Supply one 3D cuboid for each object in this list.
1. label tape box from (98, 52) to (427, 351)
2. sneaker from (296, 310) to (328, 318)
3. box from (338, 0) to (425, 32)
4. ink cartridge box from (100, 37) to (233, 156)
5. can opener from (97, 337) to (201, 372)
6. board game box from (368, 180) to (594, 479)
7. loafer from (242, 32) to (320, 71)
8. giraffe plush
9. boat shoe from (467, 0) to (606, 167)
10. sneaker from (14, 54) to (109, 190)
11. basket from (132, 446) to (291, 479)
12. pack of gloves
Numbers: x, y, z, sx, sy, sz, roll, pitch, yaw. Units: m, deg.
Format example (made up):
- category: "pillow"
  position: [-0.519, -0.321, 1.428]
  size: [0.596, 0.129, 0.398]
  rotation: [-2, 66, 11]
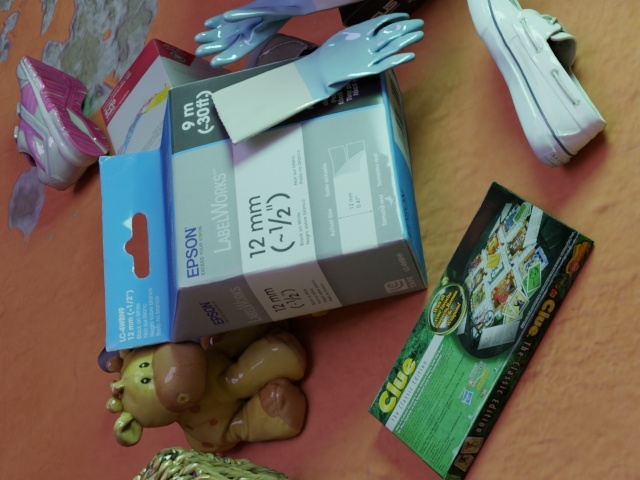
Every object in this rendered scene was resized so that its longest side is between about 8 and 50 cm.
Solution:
- category: "label tape box"
  position: [-0.080, -0.045, 1.548]
  size: [0.347, 0.115, 0.249]
  rotation: [-11, 59, 9]
- category: "sneaker"
  position: [0.000, 0.000, 1.614]
  size: [0.067, 0.064, 0.175]
  rotation: [2, 79, 30]
- category: "box"
  position: [0.114, -0.383, 1.644]
  size: [0.270, 0.060, 0.216]
  rotation: [-38, 47, 33]
- category: "ink cartridge box"
  position: [-0.165, -0.128, 1.801]
  size: [0.127, 0.128, 0.176]
  rotation: [-49, 42, 24]
- category: "can opener"
  position: [-0.149, 0.084, 1.748]
  size: [0.280, 0.074, 0.093]
  rotation: [-39, 12, 31]
- category: "board game box"
  position: [0.147, 0.084, 1.412]
  size: [0.136, 0.030, 0.260]
  rotation: [38, 103, 49]
- category: "loafer"
  position: [-0.061, -0.132, 1.694]
  size: [0.087, 0.094, 0.251]
  rotation: [-4, 61, 43]
- category: "giraffe plush"
  position: [-0.139, 0.152, 1.605]
  size: [0.210, 0.170, 0.181]
  rotation: [-48, 42, 24]
- category: "boat shoe"
  position: [0.211, -0.175, 1.429]
  size: [0.076, 0.083, 0.226]
  rotation: [-32, 61, 23]
- category: "sneaker"
  position: [-0.388, -0.166, 2.109]
  size: [0.111, 0.103, 0.252]
  rotation: [-50, 41, 20]
- category: "basket"
  position: [-0.116, 0.377, 1.438]
  size: [0.223, 0.213, 0.299]
  rotation: [38, 103, 52]
- category: "pack of gloves"
  position: [-0.018, -0.218, 1.542]
  size: [0.232, 0.046, 0.195]
  rotation: [-25, 46, 0]
